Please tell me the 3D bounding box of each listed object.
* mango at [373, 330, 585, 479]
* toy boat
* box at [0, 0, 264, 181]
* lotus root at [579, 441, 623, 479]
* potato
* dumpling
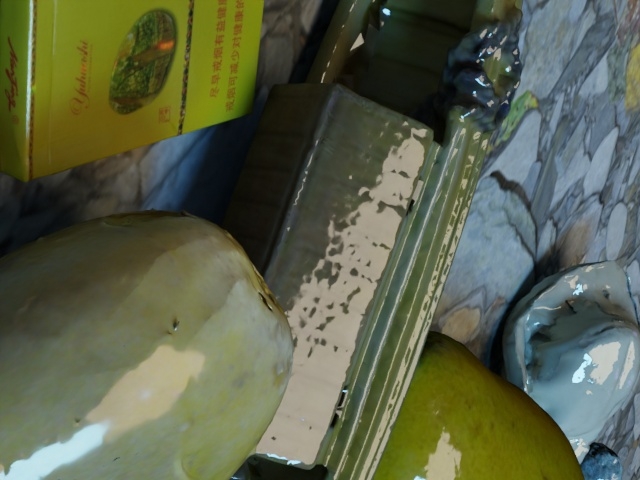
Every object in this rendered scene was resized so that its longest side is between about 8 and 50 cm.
[{"bbox_3d":[0.087,0.183,0.890,0.211,0.173,0.317,-57,142,-18],"label":"mango"},{"bbox_3d":[0.000,0.000,0.672,0.446,0.136,0.162,-69,158,-5],"label":"toy boat"},{"bbox_3d":[-0.082,-0.085,0.576,0.155,0.023,0.087,-24,132,-50],"label":"box"},{"bbox_3d":[0.231,0.333,1.201,0.140,0.158,0.322,-79,180,-49],"label":"lotus root"},{"bbox_3d":[-0.116,0.082,0.521,0.234,0.146,0.150,-36,114,-16],"label":"potato"},{"bbox_3d":[0.215,0.108,1.107,0.136,0.118,0.199,17,84,-38],"label":"dumpling"}]
